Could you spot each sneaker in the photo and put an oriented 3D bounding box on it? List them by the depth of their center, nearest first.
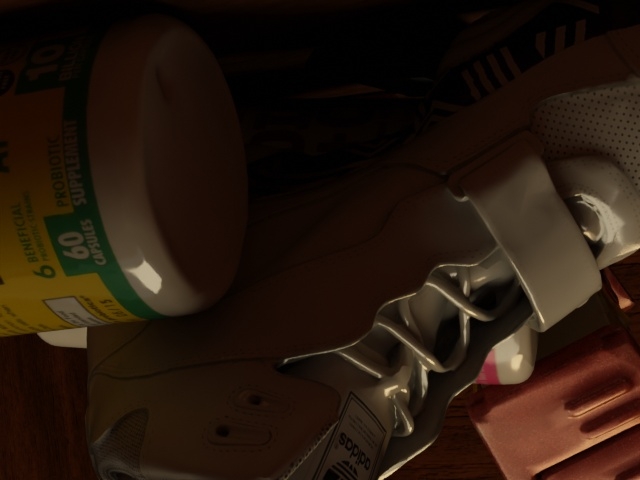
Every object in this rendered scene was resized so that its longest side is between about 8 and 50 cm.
[{"bbox_3d":[0.050,0.033,0.596,0.365,0.210,0.137,-19,135,19],"label":"sneaker"}]

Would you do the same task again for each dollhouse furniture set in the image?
[{"bbox_3d":[0.264,0.017,0.900,0.374,0.152,0.201,-28,-146,13],"label":"dollhouse furniture set"}]

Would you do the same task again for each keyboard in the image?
[{"bbox_3d":[0.071,-0.091,0.720,0.108,0.023,0.180,-1,-178,19],"label":"keyboard"}]

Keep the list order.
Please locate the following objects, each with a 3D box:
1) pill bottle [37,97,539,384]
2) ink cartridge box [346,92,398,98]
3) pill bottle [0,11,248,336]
[{"bbox_3d":[-0.018,-0.001,0.810,0.283,0.160,0.160,1,-179,11],"label":"pill bottle"},{"bbox_3d":[0.000,0.000,0.962,0.127,0.176,0.128,-7,179,0],"label":"ink cartridge box"},{"bbox_3d":[-0.144,-0.018,0.566,0.208,0.118,0.117,-7,179,18],"label":"pill bottle"}]
